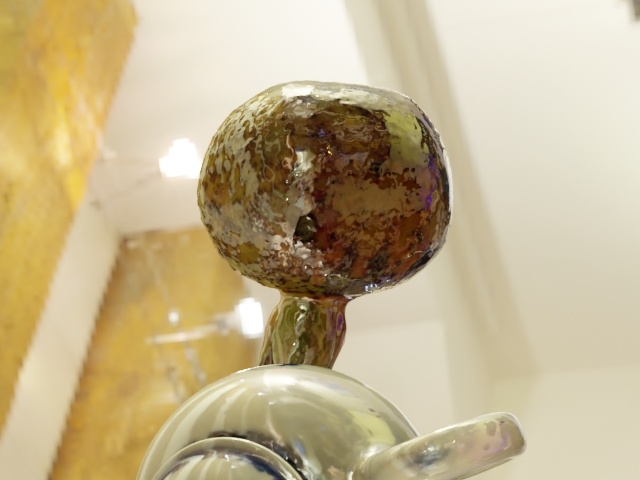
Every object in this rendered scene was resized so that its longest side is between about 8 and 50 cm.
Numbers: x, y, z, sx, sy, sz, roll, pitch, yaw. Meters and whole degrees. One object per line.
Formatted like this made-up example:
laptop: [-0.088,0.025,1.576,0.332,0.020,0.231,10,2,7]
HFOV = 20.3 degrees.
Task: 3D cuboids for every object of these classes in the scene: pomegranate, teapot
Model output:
pomegranate: [0.000,0.000,1.903,0.285,0.285,0.341,-4,-79,-74]
teapot: [-0.036,0.220,1.338,0.280,0.424,0.252,1,-115,-64]
